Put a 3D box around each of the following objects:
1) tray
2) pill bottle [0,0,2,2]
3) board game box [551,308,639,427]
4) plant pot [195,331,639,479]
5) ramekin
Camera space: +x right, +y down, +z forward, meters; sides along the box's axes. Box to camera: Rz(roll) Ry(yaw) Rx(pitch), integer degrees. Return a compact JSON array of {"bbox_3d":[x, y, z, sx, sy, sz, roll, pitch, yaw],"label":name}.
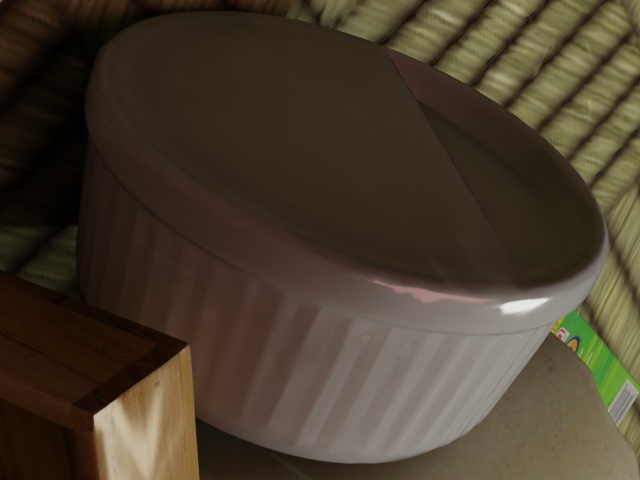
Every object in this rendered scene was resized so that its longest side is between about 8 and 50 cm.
[{"bbox_3d":[-0.150,0.208,0.928,0.076,0.203,0.410,-34,133,-45],"label":"tray"},{"bbox_3d":[-0.182,-0.121,0.819,0.120,0.067,0.067,-40,136,-22],"label":"pill bottle"},{"bbox_3d":[0.162,0.122,1.294,0.124,0.039,0.259,-57,156,-4],"label":"board game box"},{"bbox_3d":[0.018,0.187,1.046,0.305,0.334,0.333,-33,134,-42],"label":"plant pot"},{"bbox_3d":[0.000,0.000,0.937,0.273,0.273,0.127,-8,129,-43],"label":"ramekin"}]
